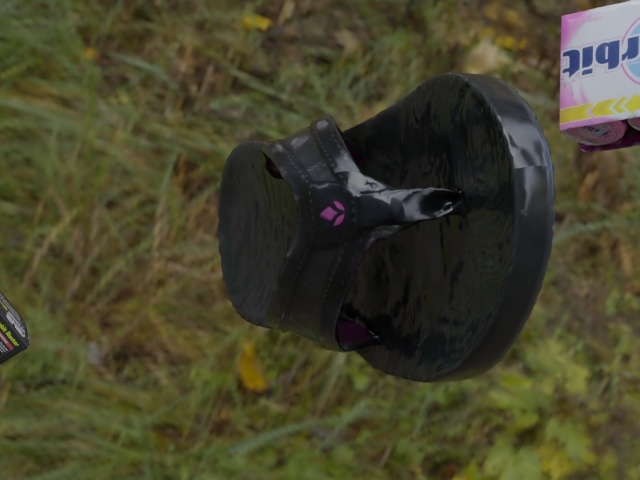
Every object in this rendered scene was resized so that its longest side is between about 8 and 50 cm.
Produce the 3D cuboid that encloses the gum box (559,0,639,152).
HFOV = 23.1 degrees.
[{"bbox_3d":[0.286,-0.144,1.300,0.062,0.188,0.107,26,63,-49],"label":"gum box"}]

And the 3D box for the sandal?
[{"bbox_3d":[0.000,0.002,0.945,0.107,0.168,0.445,-3,-2,-23],"label":"sandal"}]

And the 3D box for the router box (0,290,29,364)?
[{"bbox_3d":[-0.265,0.045,1.035,0.122,0.092,0.038,57,3,-31],"label":"router box"}]
